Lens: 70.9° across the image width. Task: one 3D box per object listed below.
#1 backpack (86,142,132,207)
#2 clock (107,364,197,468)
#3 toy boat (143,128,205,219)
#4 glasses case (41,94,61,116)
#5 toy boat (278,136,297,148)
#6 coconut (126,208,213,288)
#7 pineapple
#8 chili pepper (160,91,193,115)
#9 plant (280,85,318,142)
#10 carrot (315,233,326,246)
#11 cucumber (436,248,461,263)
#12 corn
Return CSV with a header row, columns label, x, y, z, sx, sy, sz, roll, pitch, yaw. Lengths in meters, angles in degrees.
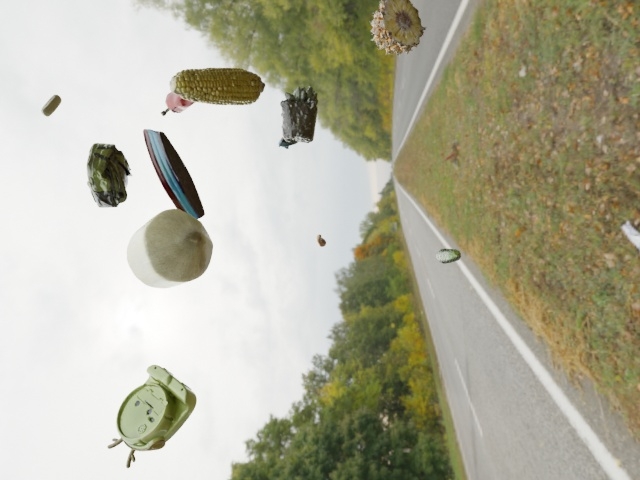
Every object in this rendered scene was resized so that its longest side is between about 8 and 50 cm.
label,x,y,z,sx,sy,sz,roll,pitch,yaw
backpack,-0.837,-0.262,1.778,0.253,0.140,0.207,104,166,-53
clock,-0.592,0.603,1.541,0.308,0.235,0.096,-53,-34,-22
toy boat,-0.559,-0.252,1.736,0.136,0.079,0.392,-57,-45,-47
glasses case,-0.880,-0.442,1.472,0.032,0.021,0.083,72,-142,-61
toy boat,-0.157,-0.471,2.159,0.137,0.060,0.061,-36,-23,-56
coconut,-0.459,0.027,1.405,0.237,0.266,0.237,20,-121,-36
pineapple,0.217,-0.649,1.400,0.137,0.176,0.162,-5,66,59
chili pepper,-0.663,-0.701,2.194,0.110,0.387,0.110,11,-106,-45
plant,-0.076,-0.446,1.585,0.129,0.132,0.195,139,134,-86
carrot,0.000,0.000,1.763,0.142,0.035,0.035,59,-151,-73
cucumber,0.527,0.062,1.844,0.227,0.069,0.069,123,144,-86
corn,-0.351,-0.540,1.578,0.130,0.346,0.130,22,117,53
